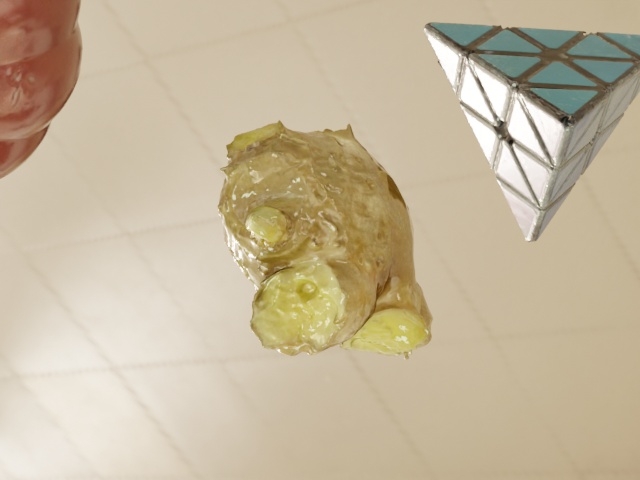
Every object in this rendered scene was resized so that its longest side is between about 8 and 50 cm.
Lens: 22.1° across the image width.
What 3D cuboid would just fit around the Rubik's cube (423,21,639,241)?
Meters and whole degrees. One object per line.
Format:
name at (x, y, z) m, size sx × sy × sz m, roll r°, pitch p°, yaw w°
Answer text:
Rubik's cube at (0.193, -0.077, 1.334) m, size 0.211 × 0.178 × 0.190 m, roll -1°, pitch 102°, yaw 2°

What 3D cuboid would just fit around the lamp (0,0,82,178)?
lamp at (-0.116, -0.060, 0.438) m, size 0.107 × 0.092 × 0.107 m, roll 6°, pitch 118°, yaw 10°

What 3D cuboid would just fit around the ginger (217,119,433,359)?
ginger at (0.000, 0.000, 1.004) m, size 0.102 × 0.216 × 0.157 m, roll -19°, pitch 77°, yaw 21°
